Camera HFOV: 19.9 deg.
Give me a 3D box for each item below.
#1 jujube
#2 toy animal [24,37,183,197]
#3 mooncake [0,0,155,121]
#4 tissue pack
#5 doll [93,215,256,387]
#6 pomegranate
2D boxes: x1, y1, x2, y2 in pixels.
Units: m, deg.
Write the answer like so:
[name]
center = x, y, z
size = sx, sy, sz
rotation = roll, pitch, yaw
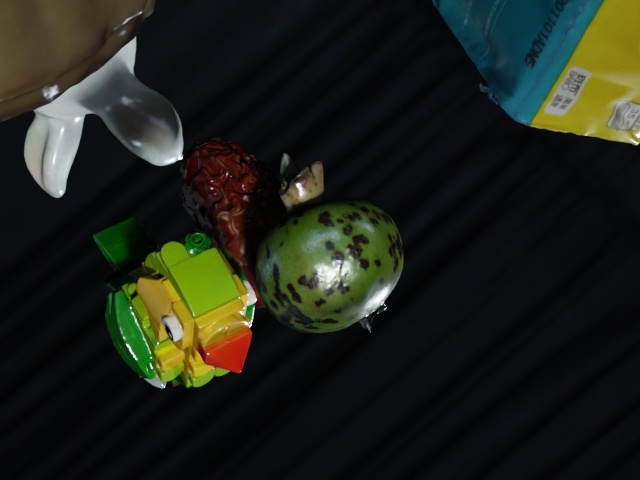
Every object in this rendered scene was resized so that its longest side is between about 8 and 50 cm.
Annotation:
[jujube]
center = -0.068, -0.022, 1.569
size = 0.166, 0.104, 0.104
rotation = 58, 9, 21
[toy animal]
center = -0.284, -0.245, 2.043
size = 0.241, 0.196, 0.367
rotation = 9, 66, -72
[mooncake]
center = -0.276, -0.212, 1.325
size = 0.324, 0.324, 0.187
rotation = -123, -166, -55
[tissue pack]
center = 0.206, -0.225, 1.227
size = 0.134, 0.271, 0.192
rotation = 11, 34, -30
[doll]
center = -0.106, 0.044, 1.369
size = 0.134, 0.106, 0.186
rotation = 68, -20, -5
[pomegranate]
center = 0.000, 0.000, 1.444
size = 0.122, 0.122, 0.161
rotation = 24, 45, -76
